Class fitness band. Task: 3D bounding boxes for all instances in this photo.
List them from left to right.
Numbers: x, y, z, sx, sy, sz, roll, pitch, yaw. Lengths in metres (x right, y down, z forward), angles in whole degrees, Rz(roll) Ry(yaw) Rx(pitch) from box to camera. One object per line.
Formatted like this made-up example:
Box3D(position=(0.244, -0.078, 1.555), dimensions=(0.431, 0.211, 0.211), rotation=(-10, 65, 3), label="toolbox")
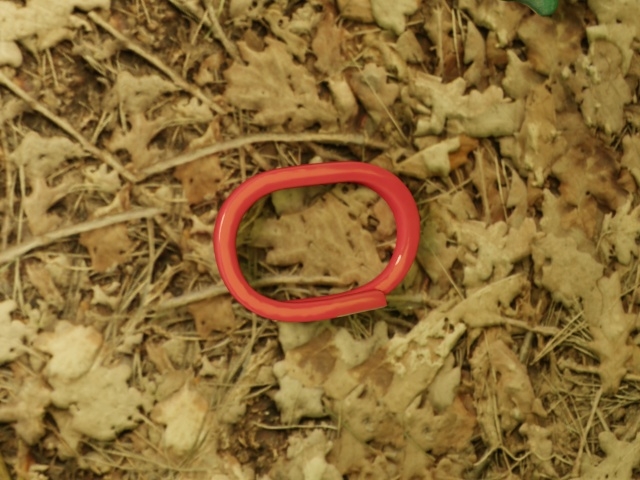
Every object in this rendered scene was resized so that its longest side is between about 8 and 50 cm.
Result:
Box3D(position=(0.000, 0.000, 0.994), dimensions=(0.291, 0.054, 0.209), rotation=(-8, 93, -18), label="fitness band")

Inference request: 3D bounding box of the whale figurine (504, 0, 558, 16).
Box3D(position=(0.336, -0.459, 1.021), dimensions=(0.216, 0.141, 0.272), rotation=(15, 96, -22), label="whale figurine")
